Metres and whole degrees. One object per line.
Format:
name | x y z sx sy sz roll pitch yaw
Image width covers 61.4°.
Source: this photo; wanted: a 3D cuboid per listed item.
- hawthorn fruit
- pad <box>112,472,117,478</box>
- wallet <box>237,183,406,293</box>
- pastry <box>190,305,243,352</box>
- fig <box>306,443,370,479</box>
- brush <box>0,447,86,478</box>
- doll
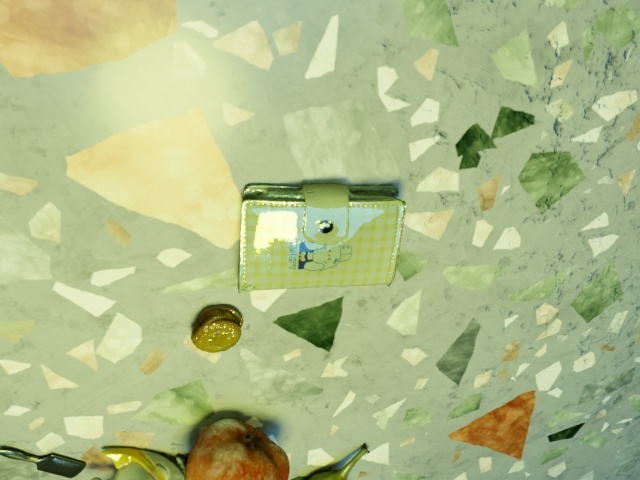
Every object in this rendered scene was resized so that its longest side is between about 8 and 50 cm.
hawthorn fruit | -0.187 0.546 1.229 0.231 0.235 0.263 -14 104 -47
pad | -0.440 0.673 1.389 0.270 0.012 0.269 26 113 -31
wallet | 0.000 0.000 1.028 0.309 0.077 0.223 -1 121 -14
pastry | -0.209 0.183 1.096 0.109 0.057 0.097 -9 127 -10
fig | 0.049 0.681 1.473 0.151 0.151 0.259 34 104 -33
brush | -0.623 0.495 1.203 0.063 0.016 0.193 -44 125 13
doll | -0.383 0.579 1.277 0.316 0.103 0.145 13 103 -33
